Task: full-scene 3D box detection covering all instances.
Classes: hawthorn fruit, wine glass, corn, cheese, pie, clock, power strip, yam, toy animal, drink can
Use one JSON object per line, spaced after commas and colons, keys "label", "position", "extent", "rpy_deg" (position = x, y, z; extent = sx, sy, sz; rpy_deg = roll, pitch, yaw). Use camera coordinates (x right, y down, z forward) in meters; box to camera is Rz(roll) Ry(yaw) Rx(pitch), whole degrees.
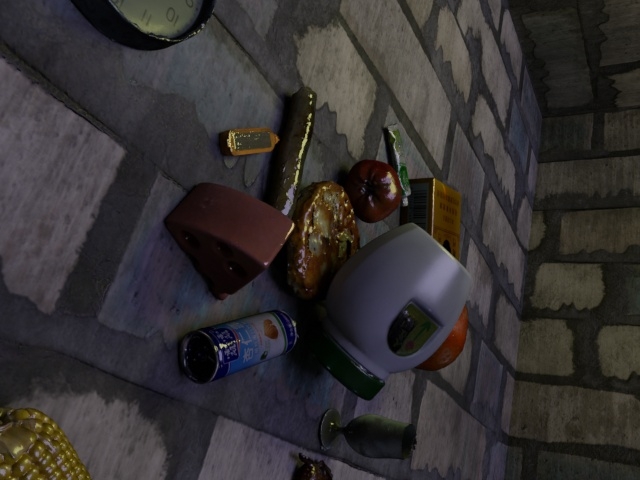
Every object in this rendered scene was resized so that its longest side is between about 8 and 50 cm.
{"label": "hawthorn fruit", "position": [0.142, -0.125, 1.483], "extent": [0.203, 0.162, 0.163], "rpy_deg": [5, 85, -72]}
{"label": "wine glass", "position": [0.109, 0.459, 1.335], "extent": [0.103, 0.222, 0.103], "rpy_deg": [7, 81, -55]}
{"label": "corn", "position": [-0.335, 0.366, 0.713], "extent": [0.144, 0.143, 0.388], "rpy_deg": [-50, 130, -46]}
{"label": "cheese", "position": [-0.173, -0.015, 1.008], "extent": [0.177, 0.203, 0.128], "rpy_deg": [42, 53, -11]}
{"label": "hawthorn fruit", "position": [0.244, 0.201, 1.519], "extent": [0.299, 0.275, 0.276], "rpy_deg": [40, 56, -35]}
{"label": "pie", "position": [0.001, 0.000, 1.295], "extent": [0.308, 0.085, 0.309], "rpy_deg": [1, 89, -60]}
{"label": "clock", "position": [-0.280, -0.459, 0.882], "extent": [0.312, 0.061, 0.313], "rpy_deg": [3, 87, -58]}
{"label": "power strip", "position": [-0.137, -0.198, 1.133], "extent": [0.178, 0.028, 0.049], "rpy_deg": [-21, 107, -56]}
{"label": "yam", "position": [-0.060, -0.184, 1.219], "extent": [0.067, 0.071, 0.318], "rpy_deg": [17, 73, -18]}
{"label": "toy animal", "position": [-0.048, 0.598, 1.239], "extent": [0.260, 0.087, 0.244], "rpy_deg": [37, 46, -49]}
{"label": "drink can", "position": [-0.145, 0.191, 1.055], "extent": [0.235, 0.097, 0.097], "rpy_deg": [-4, 93, -58]}

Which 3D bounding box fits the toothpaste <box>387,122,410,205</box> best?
{"label": "toothpaste", "position": [0.235, -0.225, 1.706], "extent": [0.078, 0.046, 0.248], "rpy_deg": [-28, 111, -57]}

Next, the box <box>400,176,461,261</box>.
{"label": "box", "position": [0.355, 0.030, 1.826], "extent": [0.264, 0.115, 0.416], "rpy_deg": [15, 77, -58]}

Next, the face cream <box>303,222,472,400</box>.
{"label": "face cream", "position": [0.152, 0.155, 1.270], "extent": [0.357, 0.219, 0.312], "rpy_deg": [-48, 121, 2]}
